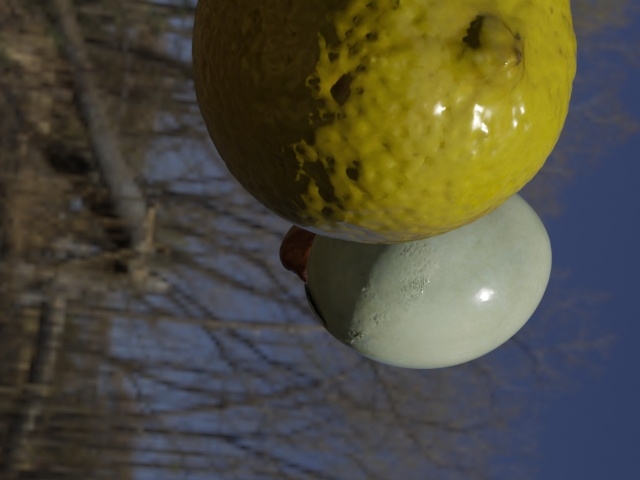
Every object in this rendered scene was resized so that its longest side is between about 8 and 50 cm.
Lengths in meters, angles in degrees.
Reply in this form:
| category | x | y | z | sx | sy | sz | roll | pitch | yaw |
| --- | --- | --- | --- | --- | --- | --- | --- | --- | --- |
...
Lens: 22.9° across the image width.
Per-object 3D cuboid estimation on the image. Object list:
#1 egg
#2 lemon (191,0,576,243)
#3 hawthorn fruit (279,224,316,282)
| category | x | y | z | sx | sy | sz | roll | pitch | yaw |
| --- | --- | --- | --- | --- | --- | --- | --- | --- | --- |
| egg | 0.104 | 0.025 | 1.469 | 0.186 | 0.253 | 0.187 | 33 | -52 | 55 |
| lemon | 0.039 | -0.119 | 1.026 | 0.267 | 0.267 | 0.267 | -174 | -90 | -77 |
| hawthorn fruit | 0.000 | 0.000 | 1.786 | 0.093 | 0.081 | 0.081 | -63 | -162 | 14 |
